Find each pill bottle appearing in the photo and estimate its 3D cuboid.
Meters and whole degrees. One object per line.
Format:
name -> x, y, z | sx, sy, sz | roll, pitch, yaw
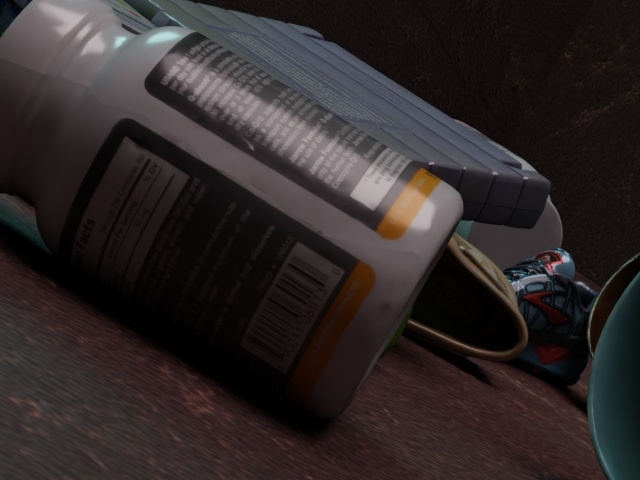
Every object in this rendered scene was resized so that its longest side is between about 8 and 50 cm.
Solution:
pill bottle -> 0.197, -0.046, 2.403 | 0.176, 0.176, 0.318 | 28, 7, -22
pill bottle -> -0.068, -0.028, 1.093 | 0.278, 0.162, 0.162 | 32, 6, 5

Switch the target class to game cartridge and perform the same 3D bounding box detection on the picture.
game cartridge -> 0.000, -0.112, 1.558 | 0.230, 0.068, 0.355 | 2, 25, -40

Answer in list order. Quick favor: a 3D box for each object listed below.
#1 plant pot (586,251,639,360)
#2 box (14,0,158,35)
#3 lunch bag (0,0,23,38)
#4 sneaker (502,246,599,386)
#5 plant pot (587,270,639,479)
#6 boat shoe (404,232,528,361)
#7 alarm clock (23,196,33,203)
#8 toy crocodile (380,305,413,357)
plant pot -> 0.414, 0.142, 1.866 | 0.215, 0.215, 0.230 | 39, -13, 53
box -> -0.191, -0.185, 1.493 | 0.145, 0.038, 0.186 | 26, 9, -38
lunch bag -> -0.209, -0.118, 1.499 | 0.129, 0.096, 0.151 | 25, 20, -42
sneaker -> 0.196, 0.053, 1.849 | 0.104, 0.125, 0.262 | 33, 6, 41
plant pot -> 0.375, 0.144, 1.323 | 0.293, 0.293, 0.235 | 37, -7, 46
boat shoe -> 0.043, -0.005, 1.618 | 0.341, 0.122, 0.110 | 30, 5, -13
alarm clock -> -0.151, -0.042, 1.297 | 0.129, 0.064, 0.192 | 32, 3, 15
toy crocodile -> 0.000, 0.000, 1.323 | 0.115, 0.105, 0.340 | 32, -8, 26
